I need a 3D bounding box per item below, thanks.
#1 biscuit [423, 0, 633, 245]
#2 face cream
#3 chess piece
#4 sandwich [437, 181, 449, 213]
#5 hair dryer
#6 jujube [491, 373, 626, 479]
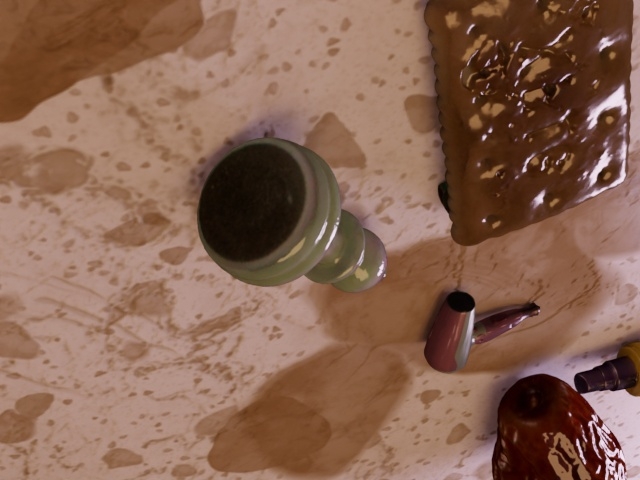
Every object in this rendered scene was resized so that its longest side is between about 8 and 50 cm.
[{"bbox_3d":[0.215,-0.136,1.160,0.217,0.044,0.325,-20,136,-8],"label":"biscuit"},{"bbox_3d":[0.480,0.172,1.645,0.273,0.078,0.078,-10,139,-18],"label":"face cream"},{"bbox_3d":[0.000,0.000,1.182,0.139,0.139,0.271,-36,152,14],"label":"chess piece"},{"bbox_3d":[0.184,-0.040,1.286,0.135,0.029,0.067,5,134,-30],"label":"sandwich"},{"bbox_3d":[0.205,0.100,1.455,0.154,0.054,0.106,-13,137,-30],"label":"hair dryer"},{"bbox_3d":[0.323,0.300,1.634,0.190,0.190,0.255,-27,129,2],"label":"jujube"}]
